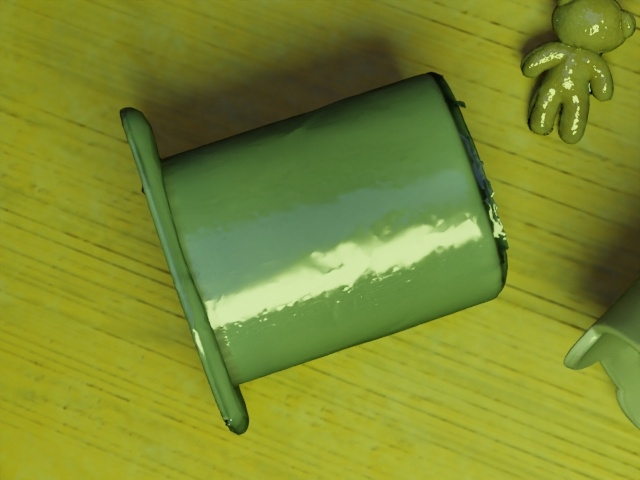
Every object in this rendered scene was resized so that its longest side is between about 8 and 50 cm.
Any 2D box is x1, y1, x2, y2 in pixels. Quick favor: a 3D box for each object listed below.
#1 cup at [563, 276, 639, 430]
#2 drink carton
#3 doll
[{"bbox_3d":[0.323,0.070,0.977,0.257,0.219,0.290,-46,109,-1],"label":"cup"},{"bbox_3d":[0.000,0.000,1.047,0.190,0.185,0.191,-17,78,-7],"label":"drink carton"},{"bbox_3d":[0.158,-0.111,1.093,0.062,0.051,0.093,19,86,3],"label":"doll"}]
